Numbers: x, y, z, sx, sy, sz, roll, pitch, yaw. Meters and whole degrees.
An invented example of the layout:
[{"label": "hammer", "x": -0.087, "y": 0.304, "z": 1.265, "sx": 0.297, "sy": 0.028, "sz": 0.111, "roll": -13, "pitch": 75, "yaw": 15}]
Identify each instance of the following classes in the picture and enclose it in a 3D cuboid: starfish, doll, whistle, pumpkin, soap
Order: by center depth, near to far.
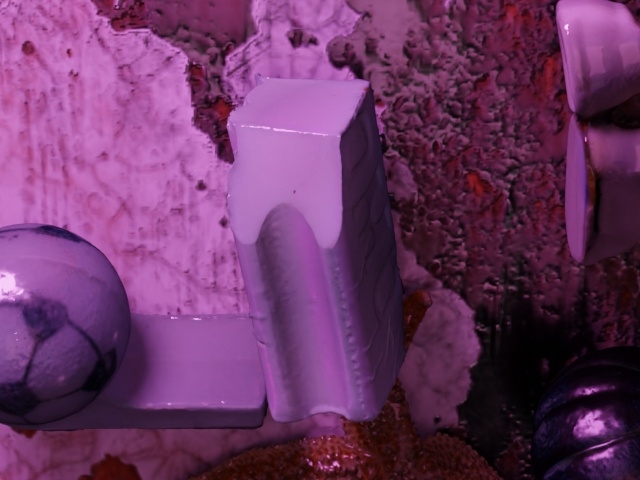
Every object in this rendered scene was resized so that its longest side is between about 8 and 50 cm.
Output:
[{"label": "doll", "x": 0.366, "y": -0.087, "z": 1.130, "sx": 0.423, "sy": 0.161, "sz": 0.348, "roll": 16, "pitch": 132, "yaw": -6}, {"label": "soap", "x": 0.000, "y": 0.000, "z": 1.140, "sx": 0.091, "sy": 0.145, "sz": 0.230, "roll": -3, "pitch": 114, "yaw": 15}, {"label": "whistle", "x": -0.181, "y": 0.063, "z": 1.161, "sx": 0.290, "sy": 0.163, "sz": 0.163, "roll": -1, "pitch": 111, "yaw": -4}, {"label": "pumpkin", "x": 0.251, "y": 0.171, "z": 1.209, "sx": 0.150, "sy": 0.194, "sz": 0.194, "roll": -6, "pitch": 117, "yaw": 38}, {"label": "starfish", "x": 0.066, "y": 0.234, "z": 1.276, "sx": 0.301, "sy": 0.084, "sz": 0.293, "roll": -42, "pitch": 106, "yaw": 8}]
